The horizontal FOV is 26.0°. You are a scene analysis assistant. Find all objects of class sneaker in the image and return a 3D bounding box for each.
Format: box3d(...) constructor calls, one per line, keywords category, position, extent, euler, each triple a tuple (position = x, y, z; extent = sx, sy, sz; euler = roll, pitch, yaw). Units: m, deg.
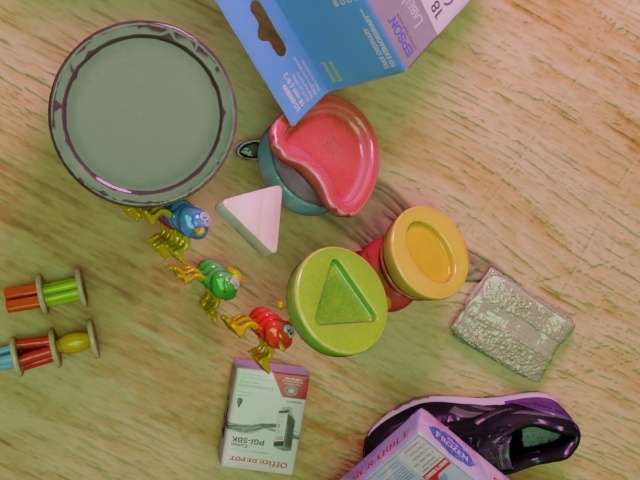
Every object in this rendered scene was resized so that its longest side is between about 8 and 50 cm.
box3d(category="sneaker", position=(-0.068, -0.114, 1.758), extent=(0.083, 0.037, 0.032), euler=(-9, 98, -7))
box3d(category="sneaker", position=(0.197, 0.260, 1.805), extent=(0.283, 0.124, 0.107), euler=(-11, 99, -5))

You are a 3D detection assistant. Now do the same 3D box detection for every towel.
box3d(category="towel", position=(0.255, 0.115, 1.840), extent=(0.148, 0.027, 0.110), euler=(32, 94, -11))

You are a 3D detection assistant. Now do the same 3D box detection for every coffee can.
box3d(category="coffee can", position=(-0.206, -0.153, 1.613), extent=(0.201, 0.275, 0.202), euler=(-1, 98, -7))

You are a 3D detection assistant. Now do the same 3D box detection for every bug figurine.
box3d(category="bug figurine", position=(-0.133, 0.026, 1.664), extent=(0.072, 0.216, 0.279), euler=(-42, 123, -11))

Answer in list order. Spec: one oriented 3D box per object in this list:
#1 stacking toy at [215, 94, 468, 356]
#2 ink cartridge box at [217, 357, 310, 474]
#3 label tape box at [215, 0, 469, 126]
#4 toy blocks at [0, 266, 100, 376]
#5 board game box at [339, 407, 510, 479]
box3d(category="stacking toy", position=(0.000, 0.000, 1.698), extent=(0.309, 0.130, 0.279), euler=(53, 52, -7))
box3d(category="ink cartridge box", position=(-0.074, 0.229, 1.800), extent=(0.099, 0.056, 0.135), euler=(8, 97, -9))
box3d(category="label tape box", position=(0.048, -0.322, 1.606), extent=(0.334, 0.106, 0.241), euler=(-49, 126, -23))
box3d(category="toy blocks", position=(-0.363, 0.106, 1.745), extent=(0.148, 0.054, 0.123), euler=(-12, 101, -5))
box3d(category="board game box", position=(0.139, 0.419, 1.795), extent=(0.318, 0.066, 0.318), euler=(41, 115, -11))
